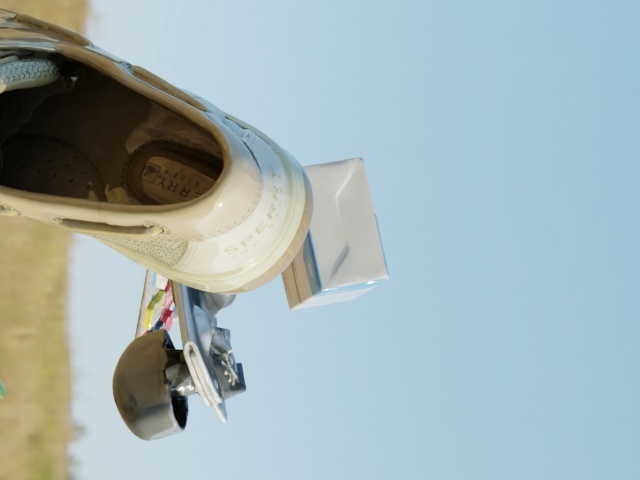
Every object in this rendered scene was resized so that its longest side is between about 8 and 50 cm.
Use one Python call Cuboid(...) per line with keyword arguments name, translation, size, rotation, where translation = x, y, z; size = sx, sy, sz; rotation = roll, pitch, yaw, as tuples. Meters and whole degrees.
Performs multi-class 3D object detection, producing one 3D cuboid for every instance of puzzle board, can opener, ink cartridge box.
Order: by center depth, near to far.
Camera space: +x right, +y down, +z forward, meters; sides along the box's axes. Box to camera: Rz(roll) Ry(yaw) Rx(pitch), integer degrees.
Cuboid(name="can opener", translation=(-0.110, 0.022, 1.286), size=(0.283, 0.095, 0.076), rotation=(-107, 175, -52))
Cuboid(name="puzzle board", translation=(-0.119, 0.037, 1.493), size=(0.128, 0.011, 0.096), rotation=(-57, 162, -63))
Cuboid(name="ink cartridge box", translation=(0.000, 0.000, 1.579), size=(0.180, 0.060, 0.104), rotation=(142, -64, -76))

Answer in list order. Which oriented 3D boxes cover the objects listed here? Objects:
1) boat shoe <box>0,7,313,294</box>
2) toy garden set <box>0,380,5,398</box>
Cuboid(name="boat shoe", translation=(-0.149, -0.061, 0.887), size=(0.109, 0.302, 0.098), rotation=(-65, 156, -8))
Cuboid(name="toy garden set", translation=(-0.451, 0.173, 1.935), size=(0.049, 0.244, 0.204), rotation=(46, -18, 34))
